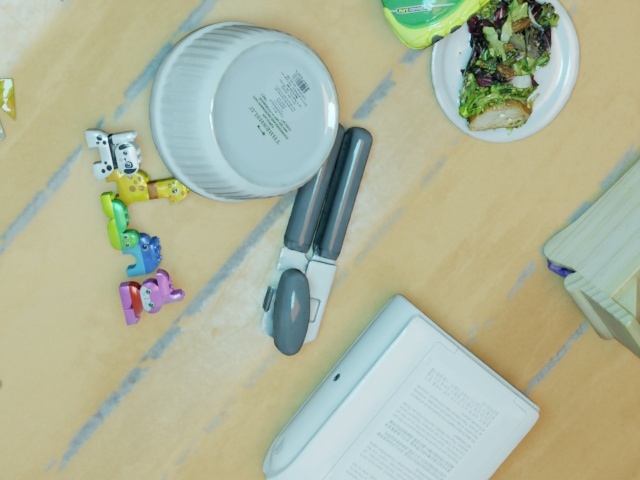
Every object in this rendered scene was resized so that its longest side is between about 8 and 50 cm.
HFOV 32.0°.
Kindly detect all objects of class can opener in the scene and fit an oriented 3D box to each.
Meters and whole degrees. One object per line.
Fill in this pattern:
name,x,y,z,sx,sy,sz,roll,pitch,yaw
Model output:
can opener,0.000,0.000,1.341,0.076,0.095,0.283,13,100,-19

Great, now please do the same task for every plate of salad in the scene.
plate of salad,0.233,-0.218,1.376,0.200,0.048,0.200,-4,104,-14

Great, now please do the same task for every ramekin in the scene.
ramekin,-0.076,-0.142,1.246,0.207,0.109,0.207,-5,99,-33

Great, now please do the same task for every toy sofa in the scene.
toy sofa,0.481,-0.024,1.458,0.362,0.177,0.150,-46,135,-1

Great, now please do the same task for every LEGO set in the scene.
LEGO set,-0.194,-0.029,1.283,0.093,0.087,0.227,-9,106,2

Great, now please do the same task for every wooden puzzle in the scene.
wooden puzzle,-0.394,-0.138,1.243,0.116,0.014,0.078,-13,102,-12

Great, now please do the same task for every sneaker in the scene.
sneaker,0.184,-0.353,1.293,0.295,0.109,0.123,-45,103,-8

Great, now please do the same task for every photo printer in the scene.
photo printer,0.096,0.258,1.426,0.256,0.107,0.307,38,92,-20
